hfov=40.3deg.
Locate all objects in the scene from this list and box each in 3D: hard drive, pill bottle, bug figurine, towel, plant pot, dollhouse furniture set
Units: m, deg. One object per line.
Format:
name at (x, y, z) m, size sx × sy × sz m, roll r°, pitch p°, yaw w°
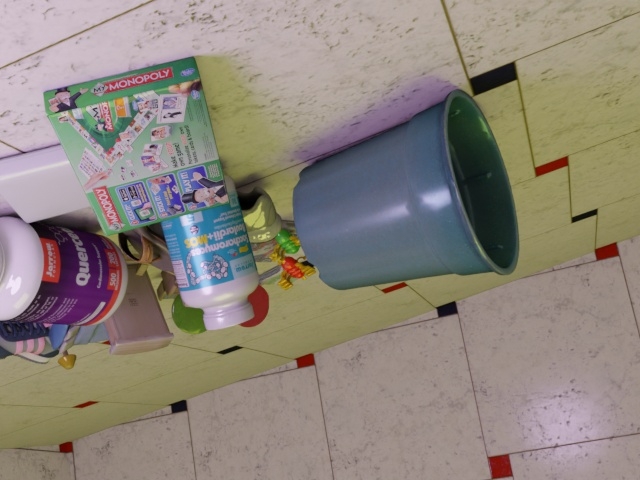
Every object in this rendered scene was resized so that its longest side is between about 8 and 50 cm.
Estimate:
hard drive at (-0.354, -0.112, 1.418) m, size 0.307 × 0.040 × 0.203 m, roll -15°, pitch 163°, yaw -6°
pill bottle at (-0.196, 0.023, 1.574) m, size 0.146 × 0.264 × 0.146 m, roll -15°, pitch -175°, yaw 1°
pill bottle at (-0.511, 0.058, 1.573) m, size 0.181 × 0.181 × 0.323 m, roll -24°, pitch 163°, yaw 22°
bug figurine at (0.000, 0.000, 2.013) m, size 0.279 × 0.072 × 0.216 m, roll -29°, pitch 148°, yaw 8°
towel at (-0.098, 0.098, 2.390) m, size 0.113 × 0.023 × 0.152 m, roll -27°, pitch 161°, yaw 33°
plant pot at (0.152, -0.063, 1.622) m, size 0.334 × 0.341 × 0.341 m, roll -17°, pitch 166°, yaw 28°
dollhouse furniture set at (-0.441, 0.219, 2.029) m, size 0.286 × 0.198 × 0.303 m, roll -4°, pitch 147°, yaw -37°

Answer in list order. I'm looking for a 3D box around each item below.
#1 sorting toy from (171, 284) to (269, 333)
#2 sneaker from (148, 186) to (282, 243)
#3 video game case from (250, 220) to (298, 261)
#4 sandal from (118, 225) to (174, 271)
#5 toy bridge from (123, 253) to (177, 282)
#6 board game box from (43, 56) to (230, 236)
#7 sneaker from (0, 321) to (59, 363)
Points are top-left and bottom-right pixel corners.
sorting toy at (-0.326, 0.174, 2.328) m, size 0.365 × 0.127 × 0.126 m, roll -4°, pitch -172°, yaw -25°
sneaker at (-0.212, -0.055, 1.699) m, size 0.262 × 0.099 × 0.121 m, roll -9°, pitch 137°, yaw 3°
video game case at (-0.118, 0.005, 2.064) m, size 0.201 × 0.023 × 0.183 m, roll -29°, pitch 159°, yaw 37°
sandal at (-0.343, 0.005, 1.649) m, size 0.090 × 0.060 × 0.219 m, roll 9°, pitch 153°, yaw 22°
toy bridge at (-0.376, 0.051, 1.849) m, size 0.188 × 0.026 × 0.063 m, roll 14°, pitch 152°, yaw -20°
board game box at (-0.262, -0.130, 1.314) m, size 0.213 × 0.046 × 0.317 m, roll -14°, pitch 150°, yaw -6°
sneaker at (-0.701, 0.210, 2.067) m, size 0.131 × 0.112 × 0.319 m, roll -37°, pitch 163°, yaw 7°
